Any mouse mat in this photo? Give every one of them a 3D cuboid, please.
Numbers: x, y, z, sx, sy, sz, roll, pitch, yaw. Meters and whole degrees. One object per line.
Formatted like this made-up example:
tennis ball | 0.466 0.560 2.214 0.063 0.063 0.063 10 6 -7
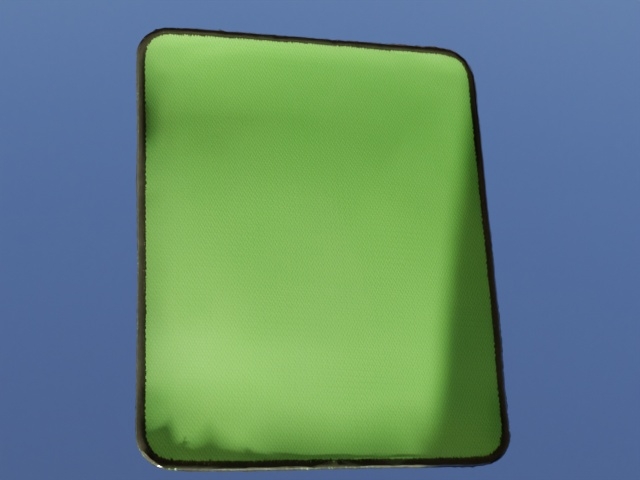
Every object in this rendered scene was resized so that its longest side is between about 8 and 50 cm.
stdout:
mouse mat | 0.000 0.000 0.488 0.153 0.007 0.189 2 -109 -14
